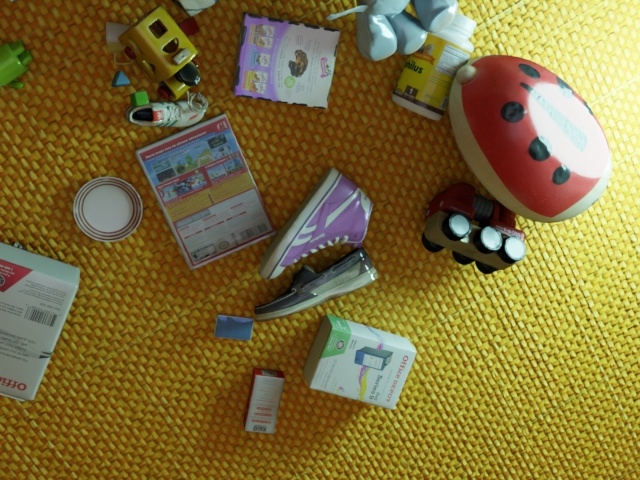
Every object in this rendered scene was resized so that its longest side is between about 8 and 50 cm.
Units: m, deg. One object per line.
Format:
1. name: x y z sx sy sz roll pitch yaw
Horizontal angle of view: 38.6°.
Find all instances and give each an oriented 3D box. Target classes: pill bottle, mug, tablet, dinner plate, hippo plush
1. pill bottle: 0.239 -0.366 1.893 0.117 0.117 0.214 21 101 -15
2. mug: -0.389 -0.394 1.807 0.064 0.062 0.078 -5 131 -18
3. tablet: -0.193 0.194 2.041 0.083 0.006 0.054 7 105 -11
4. dinner plate: -0.444 -0.066 1.912 0.141 0.017 0.141 -3 107 -9
5. hippo plush: 0.107 -0.509 1.788 0.294 0.236 0.234 -6 144 -25

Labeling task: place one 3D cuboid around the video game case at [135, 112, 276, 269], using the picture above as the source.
1. video game case: -0.239 -0.101 1.935 0.204 0.025 0.285 -23 109 -2

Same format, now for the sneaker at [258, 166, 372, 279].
1. sneaker: 0.000 0.000 1.958 0.161 0.102 0.282 38 95 -13

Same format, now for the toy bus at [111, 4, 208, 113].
1. toy bus: -0.290 -0.353 1.769 0.202 0.104 0.190 1 89 -31

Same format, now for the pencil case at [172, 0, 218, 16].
1. pencil case: -0.154 -0.593 1.731 0.410 0.160 0.183 -35 117 1

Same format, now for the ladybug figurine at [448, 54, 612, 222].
1. ladybug figurine: 0.449 -0.216 1.889 0.449 0.162 0.305 34 68 -27

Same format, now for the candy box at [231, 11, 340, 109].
1. candy box: -0.071 -0.365 1.862 0.196 0.070 0.164 7 105 -12

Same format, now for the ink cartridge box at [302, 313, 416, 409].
1. ink cartridge box: 0.088 0.276 2.072 0.213 0.093 0.154 18 102 -17

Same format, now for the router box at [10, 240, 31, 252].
1. router box: -0.642 0.111 1.913 0.133 0.046 0.179 39 97 -19

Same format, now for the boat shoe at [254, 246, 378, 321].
1. boat shoe: -0.018 0.096 2.000 0.285 0.103 0.092 -21 91 -1

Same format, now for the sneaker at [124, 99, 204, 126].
1. sneaker: -0.315 -0.252 1.849 0.161 0.075 0.057 -1 107 -10

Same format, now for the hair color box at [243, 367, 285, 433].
1. hair color box: -0.129 0.366 2.084 0.072 0.043 0.141 9 103 -13

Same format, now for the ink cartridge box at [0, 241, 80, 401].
1. ink cartridge box: -0.627 0.162 1.845 0.197 0.114 0.272 21 101 -17

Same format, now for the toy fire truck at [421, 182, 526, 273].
1. toy fire truck: 0.360 -0.081 2.003 0.217 0.158 0.246 22 65 -17

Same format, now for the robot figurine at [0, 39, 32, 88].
1. robot figurine: -0.617 -0.338 1.772 0.115 0.067 0.101 -33 133 0
